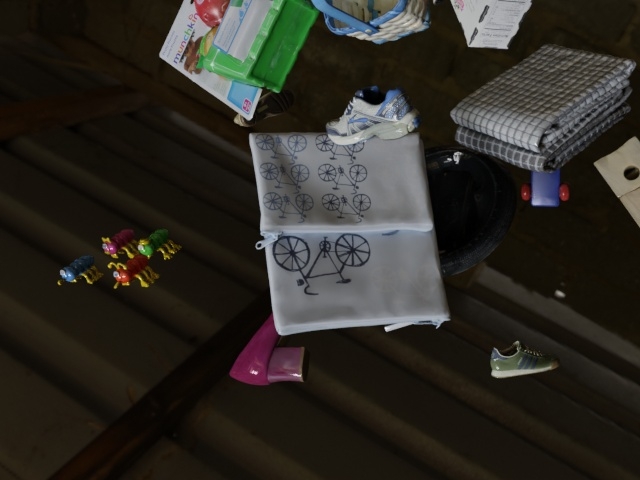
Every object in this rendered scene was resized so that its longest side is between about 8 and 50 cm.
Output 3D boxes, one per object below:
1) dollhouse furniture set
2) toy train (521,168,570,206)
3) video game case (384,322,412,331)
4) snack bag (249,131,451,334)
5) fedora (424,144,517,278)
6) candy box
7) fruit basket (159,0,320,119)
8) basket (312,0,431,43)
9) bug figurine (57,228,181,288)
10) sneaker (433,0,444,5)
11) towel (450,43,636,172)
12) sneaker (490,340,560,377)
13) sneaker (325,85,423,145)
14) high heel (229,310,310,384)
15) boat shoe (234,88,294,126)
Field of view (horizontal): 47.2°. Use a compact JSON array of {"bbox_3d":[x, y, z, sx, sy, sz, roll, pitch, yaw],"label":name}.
[{"bbox_3d":[0.503,-0.093,1.003,0.129,0.183,0.129,19,-140,-56],"label":"dollhouse furniture set"},{"bbox_3d":[0.522,-0.212,1.682,0.105,0.248,0.143,2,-164,21],"label":"toy train"},{"bbox_3d":[0.167,0.129,1.358,0.087,0.011,0.122,-19,-168,16],"label":"video game case"},{"bbox_3d":[0.051,-0.017,1.210,0.323,0.037,0.342,-2,-103,-21],"label":"snack bag"},{"bbox_3d":[0.255,-0.036,1.523,0.334,0.152,0.334,-10,-127,13],"label":"fedora"},{"bbox_3d":[0.259,-0.409,1.069,0.070,0.196,0.165,-1,-124,-15],"label":"candy box"},{"bbox_3d":[-0.187,-0.466,1.510,0.353,0.327,0.165,38,-163,29],"label":"fruit basket"},{"bbox_3d":[0.078,-0.498,1.356,0.201,0.255,0.289,-6,166,35],"label":"basket"},{"bbox_3d":[-0.459,0.038,1.672,0.279,0.072,0.216,-1,-150,35],"label":"bug figurine"},{"bbox_3d":[0.220,-0.491,1.290,0.057,0.161,0.075,-27,-102,-19],"label":"sneaker"},{"bbox_3d":[0.432,-0.256,1.421,0.283,0.121,0.235,-36,-143,-17],"label":"towel"},{"bbox_3d":[0.552,0.312,1.982,0.192,0.086,0.064,-9,-173,-4],"label":"sneaker"},{"bbox_3d":[0.053,-0.142,0.807,0.135,0.058,0.052,-1,-150,49],"label":"sneaker"},{"bbox_3d":[-0.107,0.152,1.725,0.181,0.127,0.377,-1,-121,14],"label":"high heel"},{"bbox_3d":[-0.161,-0.373,2.044,0.190,0.068,0.072,-29,-159,-31],"label":"boat shoe"}]
